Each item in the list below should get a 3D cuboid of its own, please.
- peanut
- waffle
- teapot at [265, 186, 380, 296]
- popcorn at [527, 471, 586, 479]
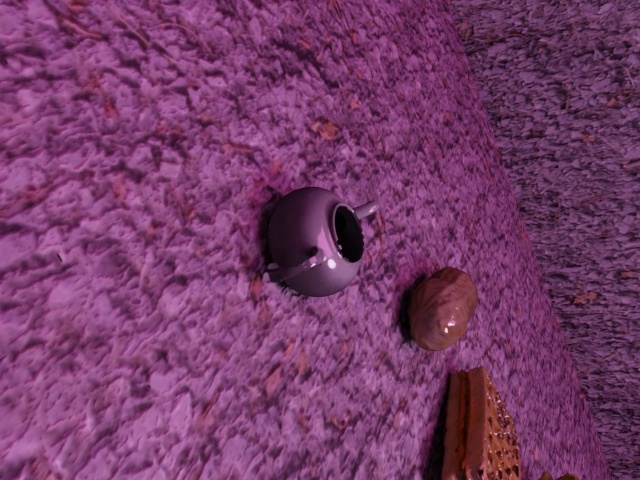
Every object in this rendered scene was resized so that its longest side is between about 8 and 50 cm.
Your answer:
[{"bbox_3d":[0.293,0.151,1.568,0.313,0.152,0.152,-36,109,-59],"label":"peanut"},{"bbox_3d":[0.380,0.503,1.553,0.261,0.114,0.376,60,26,-20],"label":"waffle"},{"bbox_3d":[0.000,0.000,1.137,0.294,0.130,0.193,-43,114,-58],"label":"teapot"},{"bbox_3d":[0.662,0.775,1.767,0.312,0.312,0.312,33,50,-50],"label":"popcorn"}]
